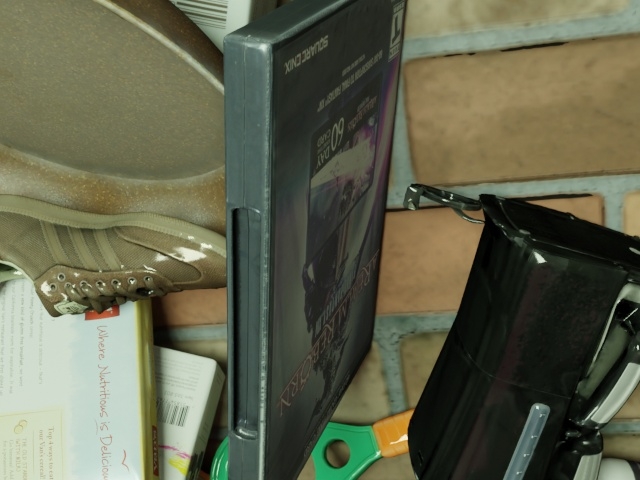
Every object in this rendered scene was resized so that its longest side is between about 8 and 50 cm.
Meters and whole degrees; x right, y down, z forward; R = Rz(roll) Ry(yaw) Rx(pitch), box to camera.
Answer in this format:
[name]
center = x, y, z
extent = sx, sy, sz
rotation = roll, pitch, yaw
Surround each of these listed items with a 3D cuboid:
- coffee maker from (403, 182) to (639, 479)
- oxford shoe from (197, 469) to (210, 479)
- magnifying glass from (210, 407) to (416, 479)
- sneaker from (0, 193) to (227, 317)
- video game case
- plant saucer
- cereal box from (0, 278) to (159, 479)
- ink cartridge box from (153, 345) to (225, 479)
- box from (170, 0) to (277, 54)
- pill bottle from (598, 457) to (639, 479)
[coffee maker]
center = 0.116, 0.070, 0.508
extent = 0.171, 0.120, 0.178
rotation = 24, 109, 17
[oxford shoe]
center = -0.179, 0.216, 0.639
extent = 0.364, 0.133, 0.130
rotation = 24, 120, -3
[magnifying glass]
center = 0.022, 0.159, 0.613
extent = 0.231, 0.026, 0.092
rotation = -22, 70, 14
[sneaker]
center = -0.140, 0.021, 0.518
extent = 0.188, 0.071, 0.066
rotation = 8, 159, 17
[video game case]
center = 0.000, 0.000, 0.451
extent = 0.026, 0.196, 0.274
rotation = 12, 121, 17
[plant saucer]
center = -0.165, -0.082, 0.443
extent = 0.310, 0.050, 0.310
rotation = 11, 158, 5
[cereal box]
center = -0.234, 0.102, 0.551
extent = 0.240, 0.173, 0.047
rotation = -7, 159, 1
[ink cartridge box]
center = -0.144, 0.167, 0.581
extent = 0.104, 0.181, 0.061
rotation = 12, 159, 5
[box]
center = -0.075, -0.159, 0.440
extent = 0.102, 0.087, 0.101
rotation = 13, 119, 5
[pill bottle]
center = 0.241, 0.215, 0.573
extent = 0.193, 0.108, 0.108
rotation = 10, 120, 6
